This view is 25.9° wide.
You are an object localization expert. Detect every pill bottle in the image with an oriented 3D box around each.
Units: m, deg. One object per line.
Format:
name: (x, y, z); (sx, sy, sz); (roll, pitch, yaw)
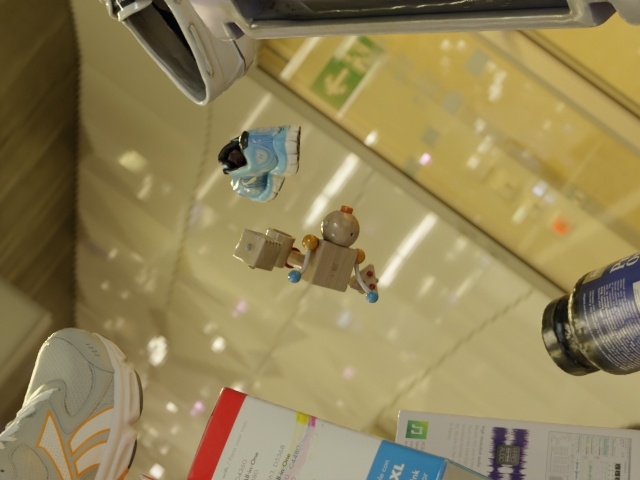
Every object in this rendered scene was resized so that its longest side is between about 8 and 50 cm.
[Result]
pill bottle: (0.347, 0.076, 1.503); (0.219, 0.123, 0.123); (-28, 18, 47)

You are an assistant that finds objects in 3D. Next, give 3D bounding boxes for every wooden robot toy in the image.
wooden robot toy: (0.000, 0.000, 1.283); (0.076, 0.173, 0.079); (31, 102, 53)

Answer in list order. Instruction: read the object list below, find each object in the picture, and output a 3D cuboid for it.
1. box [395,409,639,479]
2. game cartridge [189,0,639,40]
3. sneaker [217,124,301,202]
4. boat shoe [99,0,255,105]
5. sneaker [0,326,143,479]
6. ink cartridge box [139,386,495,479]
box: (0.218, 0.282, 1.316); (0.058, 0.322, 0.232); (79, -161, -49)
game cartridge: (0.099, -0.186, 0.695); (0.230, 0.068, 0.355); (-46, 28, -21)
sneaker: (-0.070, -0.085, 1.417); (0.162, 0.073, 0.063); (135, 140, -68)
boat shoe: (-0.175, -0.248, 1.364); (0.096, 0.267, 0.088); (-13, 31, 46)
sneaker: (-0.196, 0.153, 0.942); (0.099, 0.121, 0.262); (-44, 34, 31)
ink cartridge box: (0.015, 0.154, 0.837); (0.231, 0.134, 0.078); (12, 77, 45)
